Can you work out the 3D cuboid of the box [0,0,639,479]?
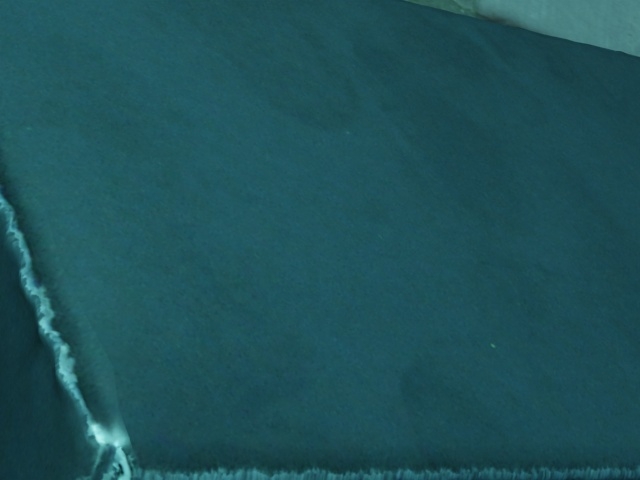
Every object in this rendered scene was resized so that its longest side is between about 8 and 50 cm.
[{"bbox_3d":[-0.041,0.144,0.779,0.480,0.472,0.297,6,43,-39],"label":"box"}]
